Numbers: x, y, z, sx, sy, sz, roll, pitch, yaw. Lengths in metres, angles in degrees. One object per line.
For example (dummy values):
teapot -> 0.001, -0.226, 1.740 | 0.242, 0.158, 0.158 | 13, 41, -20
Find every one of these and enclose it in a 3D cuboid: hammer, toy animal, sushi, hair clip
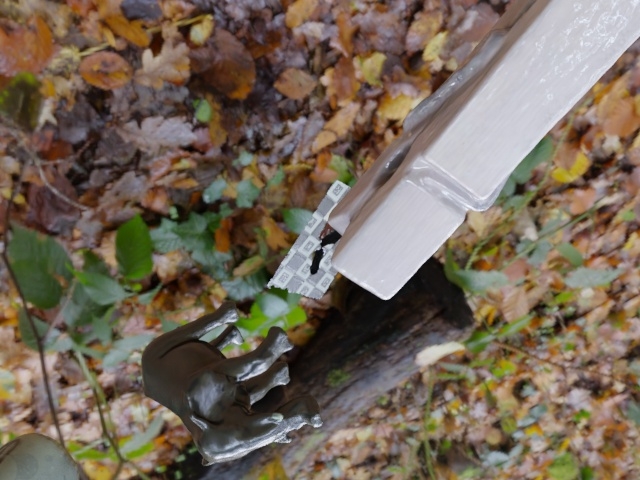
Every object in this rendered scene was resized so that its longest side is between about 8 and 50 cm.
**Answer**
hammer -> -0.459, 0.319, 0.830 | 0.305, 0.202, 0.113 | -4, 108, 18
toy animal -> -0.101, 0.159, 0.755 | 0.146, 0.245, 0.114 | -30, 114, -31
sushi -> 0.000, 0.000, 1.125 | 0.139, 0.031, 0.201 | 24, 102, -51
hair clip -> 0.129, -0.096, 0.528 | 0.085, 0.101, 0.331 | 31, 114, -19
